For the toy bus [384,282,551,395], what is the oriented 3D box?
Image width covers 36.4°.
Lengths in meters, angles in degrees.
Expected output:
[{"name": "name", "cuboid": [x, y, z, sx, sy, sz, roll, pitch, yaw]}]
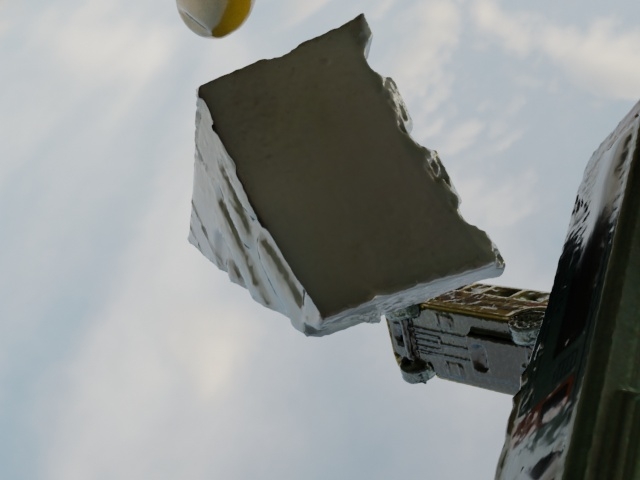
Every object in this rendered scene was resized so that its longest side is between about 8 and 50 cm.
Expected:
[{"name": "toy bus", "cuboid": [0.225, 0.120, 1.171, 0.123, 0.121, 0.336, -30, -157, -36]}]

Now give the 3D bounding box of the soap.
[{"name": "soap", "cuboid": [0.000, 0.000, 0.844, 0.159, 0.302, 0.257, -25, -111, -17]}]

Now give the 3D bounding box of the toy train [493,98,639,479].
[{"name": "toy train", "cuboid": [0.124, 0.086, 0.381, 0.409, 0.086, 0.089, -61, 180, -43]}]

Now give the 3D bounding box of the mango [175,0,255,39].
[{"name": "mango", "cuboid": [-0.075, -0.218, 0.676, 0.075, 0.190, 0.098, -18, -130, -25]}]
